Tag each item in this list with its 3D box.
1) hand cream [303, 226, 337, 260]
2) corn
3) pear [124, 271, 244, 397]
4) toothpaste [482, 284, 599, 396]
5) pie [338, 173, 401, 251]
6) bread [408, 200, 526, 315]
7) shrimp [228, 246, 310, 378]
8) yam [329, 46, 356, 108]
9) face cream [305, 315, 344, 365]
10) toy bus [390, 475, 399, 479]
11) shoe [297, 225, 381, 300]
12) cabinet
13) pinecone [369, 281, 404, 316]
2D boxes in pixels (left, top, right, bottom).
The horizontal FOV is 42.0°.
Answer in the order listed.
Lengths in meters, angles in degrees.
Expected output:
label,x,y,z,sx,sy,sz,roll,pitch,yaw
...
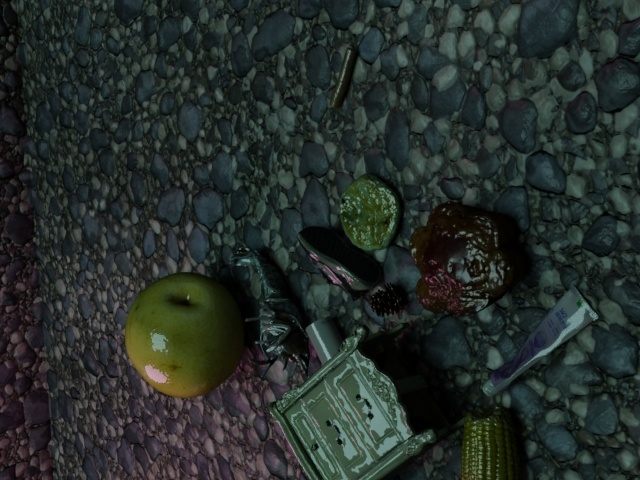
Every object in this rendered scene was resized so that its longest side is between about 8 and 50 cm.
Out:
label,x,y,z,sx,sy,sz,roll,pitch,yaw
hand cream,0.000,0.000,2.090,0.142,0.053,0.084,-20,82,63
corn,0.356,0.517,1.737,0.131,0.131,0.344,0,97,48
pear,-0.380,0.267,2.340,0.348,0.348,0.348,12,106,46
toothpaste,0.426,0.214,1.659,0.301,0.048,0.075,-52,32,32
pie,0.117,-0.064,1.946,0.187,0.041,0.186,11,105,46
bread,0.297,0.031,1.697,0.247,0.135,0.232,-11,89,48
shrimp,-0.129,0.195,2.192,0.221,0.166,0.410,92,165,-65
yam,0.054,-0.382,1.961,0.032,0.032,0.145,40,125,36
face cream,0.049,0.314,2.066,0.077,0.077,0.250,-45,65,42
toy bus,0.092,0.652,2.059,0.246,0.114,0.134,-25,75,45
shoe,0.035,0.061,1.995,0.228,0.099,0.112,33,138,13
cabinet,0.111,0.383,1.841,0.318,0.227,0.290,-44,66,26
pinecone,0.153,0.140,1.919,0.083,0.077,0.077,-31,69,4
